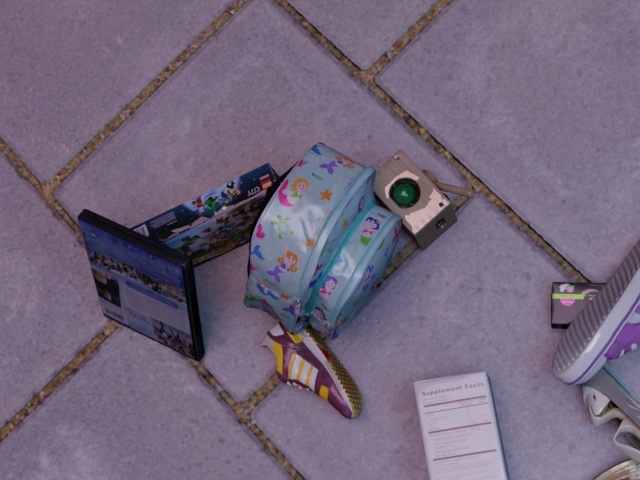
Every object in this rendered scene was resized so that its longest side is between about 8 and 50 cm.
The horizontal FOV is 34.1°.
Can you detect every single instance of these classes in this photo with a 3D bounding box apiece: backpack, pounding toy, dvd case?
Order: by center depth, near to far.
[{"bbox_3d":[0.000,0.000,1.444,0.191,0.254,0.225,27,61,16],"label":"backpack"},{"bbox_3d":[0.147,-0.063,1.508,0.100,0.141,0.130,-42,73,1],"label":"pounding toy"},{"bbox_3d":[-0.256,0.070,1.520,0.180,0.253,0.022,23,56,15],"label":"dvd case"}]

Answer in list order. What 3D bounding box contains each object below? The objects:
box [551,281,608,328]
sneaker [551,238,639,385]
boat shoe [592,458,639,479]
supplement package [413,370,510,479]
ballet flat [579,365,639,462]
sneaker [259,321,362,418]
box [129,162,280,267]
[{"bbox_3d":[0.367,0.093,1.471,0.083,0.052,0.062,1,77,11],"label":"box"},{"bbox_3d":[0.440,0.119,1.391,0.161,0.102,0.282,46,72,-5],"label":"sneaker"},{"bbox_3d":[0.435,0.314,1.408,0.135,0.050,0.045,-23,68,6],"label":"boat shoe"},{"bbox_3d":[0.198,0.279,1.439,0.105,0.105,0.179,-11,75,10],"label":"supplement package"},{"bbox_3d":[0.401,0.236,1.395,0.068,0.072,0.213,-34,53,-16],"label":"ballet flat"},{"bbox_3d":[-0.014,0.198,1.530,0.084,0.069,0.185,-40,66,10],"label":"sneaker"},{"bbox_3d":[-0.152,-0.026,1.556,0.233,0.159,0.044,-25,72,6],"label":"box"}]
